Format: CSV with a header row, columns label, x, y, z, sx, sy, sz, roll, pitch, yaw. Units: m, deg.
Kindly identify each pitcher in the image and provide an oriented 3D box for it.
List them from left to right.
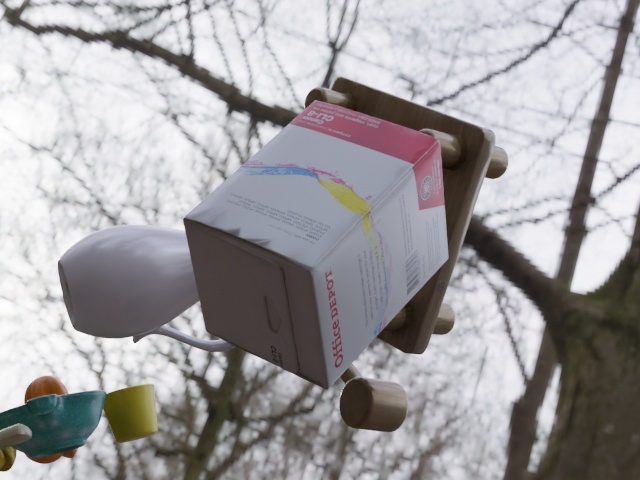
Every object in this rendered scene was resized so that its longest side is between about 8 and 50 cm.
label,x,y,z,sx,sy,sz,roll,pitch,yaw
pitcher,-0.184,0.062,1.527,0.125,0.207,0.178,-140,-139,-63

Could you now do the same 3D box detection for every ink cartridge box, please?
label,x,y,z,sx,sy,sz,roll,pitch,yaw
ink cartridge box,0.000,0.000,1.051,0.127,0.176,0.128,21,-42,29

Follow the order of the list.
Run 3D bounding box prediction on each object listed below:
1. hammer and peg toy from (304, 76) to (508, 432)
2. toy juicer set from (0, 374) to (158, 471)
label,x,y,z,sx,sy,sz,roll,pitch,yaw
hammer and peg toy,0.041,0.015,1.492,0.127,0.361,0.266,10,13,-42
toy juicer set,-0.343,0.210,1.542,0.209,0.090,0.329,-18,-11,18
